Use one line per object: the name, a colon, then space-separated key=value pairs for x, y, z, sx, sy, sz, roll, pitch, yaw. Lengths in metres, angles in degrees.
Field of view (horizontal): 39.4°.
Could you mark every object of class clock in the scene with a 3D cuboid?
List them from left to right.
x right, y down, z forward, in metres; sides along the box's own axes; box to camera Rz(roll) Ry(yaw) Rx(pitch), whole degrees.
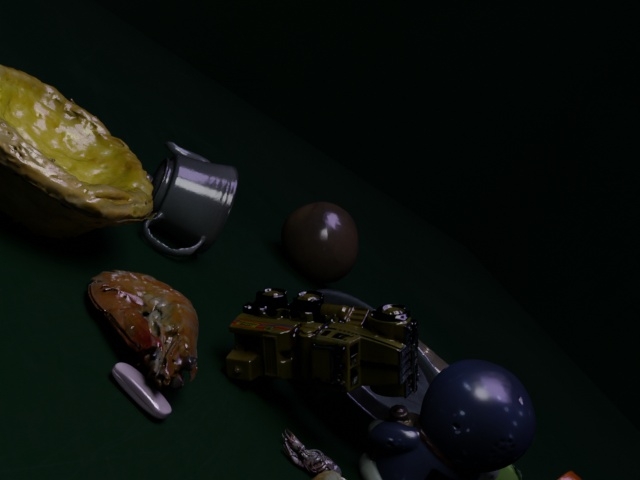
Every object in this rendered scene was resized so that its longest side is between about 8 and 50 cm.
clock: x=0.080 y=0.213 z=1.427 sx=0.319 sy=0.066 sz=0.319 roll=34 pitch=23 yaw=-16
clock: x=0.182 y=0.272 z=1.213 sx=0.199 sy=0.243 sz=0.146 roll=35 pitch=15 yaw=-25

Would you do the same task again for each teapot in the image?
teapot: x=-0.239 y=-0.071 z=1.506 sx=0.149 sy=0.162 sz=0.239 roll=24 pitch=46 yaw=-22

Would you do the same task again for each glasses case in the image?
glasses case: x=-0.201 y=0.168 z=1.001 sx=0.083 sy=0.021 sz=0.032 roll=41 pitch=12 yaw=13

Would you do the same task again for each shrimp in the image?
shrimp: x=-0.213 y=0.106 z=1.107 sx=0.154 sy=0.062 sz=0.294 roll=23 pitch=9 yaw=-23
shrimp: x=-0.015 y=0.278 z=1.134 sx=0.092 sy=0.029 sz=0.038 roll=34 pitch=20 yaw=7

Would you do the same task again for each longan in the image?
longan: x=0.000 y=0.000 z=1.893 sx=0.189 sy=0.189 sz=0.189 roll=36 pitch=12 yaw=-9

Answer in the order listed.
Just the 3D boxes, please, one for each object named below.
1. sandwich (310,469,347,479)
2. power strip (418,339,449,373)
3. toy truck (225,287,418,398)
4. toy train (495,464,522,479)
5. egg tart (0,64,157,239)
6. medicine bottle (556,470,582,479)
sandwich: x=0.055 y=0.361 z=0.869 sx=0.273 sy=0.095 sz=0.249 roll=40 pitch=9 yaw=11
power strip: x=0.247 y=0.290 z=1.744 sx=0.256 sy=0.070 sz=0.105 roll=41 pitch=13 yaw=7
toy truck: x=0.003 y=0.147 z=1.205 sx=0.257 sy=0.127 sz=0.127 roll=4 pitch=16 yaw=20
toy train: x=0.274 y=0.351 z=1.560 sx=0.157 sy=0.105 sz=0.253 roll=50 pitch=9 yaw=-15
egg tart: x=-0.381 y=-0.107 z=1.224 sx=0.345 sy=0.132 sz=0.345 roll=36 pitch=13 yaw=-10
medicine bottle: x=0.468 y=0.501 z=1.401 sx=0.289 sy=0.157 sz=0.157 roll=45 pitch=14 yaw=29
